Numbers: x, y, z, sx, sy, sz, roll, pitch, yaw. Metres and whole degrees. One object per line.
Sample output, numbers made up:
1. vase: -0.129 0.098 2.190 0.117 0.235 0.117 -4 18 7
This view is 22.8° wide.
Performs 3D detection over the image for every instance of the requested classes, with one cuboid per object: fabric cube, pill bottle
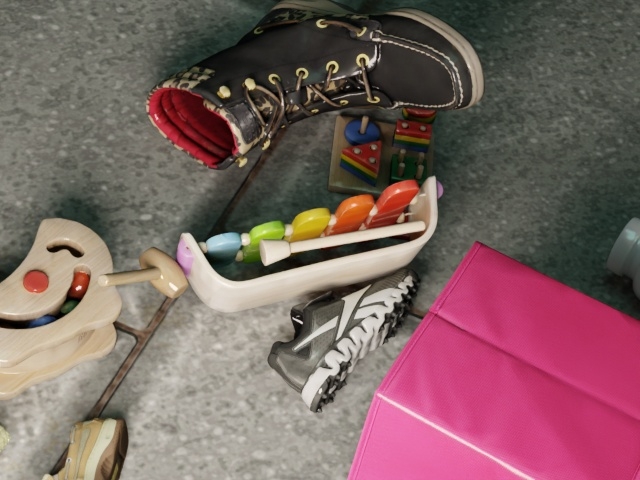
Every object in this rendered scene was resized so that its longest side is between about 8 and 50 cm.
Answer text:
1. fabric cube: 0.198 0.205 1.623 0.258 0.254 0.259 26 48 13
2. pill bottle: 0.445 0.046 1.921 0.184 0.103 0.103 30 49 19

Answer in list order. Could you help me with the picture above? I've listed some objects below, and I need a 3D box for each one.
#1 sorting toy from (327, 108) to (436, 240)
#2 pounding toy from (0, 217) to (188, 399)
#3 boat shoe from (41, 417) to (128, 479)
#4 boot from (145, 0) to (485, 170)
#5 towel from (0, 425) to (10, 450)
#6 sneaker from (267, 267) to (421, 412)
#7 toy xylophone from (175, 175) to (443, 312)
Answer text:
1. sorting toy: 0.081 -0.108 2.031 0.132 0.046 0.274 10 47 -3
2. pounding toy: -0.293 0.043 1.739 0.270 0.155 0.154 -25 61 -30
3. boat shoe: -0.252 0.258 1.620 0.072 0.068 0.190 3 36 8
4. boot: -0.012 -0.189 1.977 0.284 0.138 0.377 -34 40 -32
5. towel: -0.405 0.204 1.633 0.148 0.027 0.110 23 46 11
6. sneaker: 0.024 0.090 1.814 0.106 0.078 0.234 34 52 16
7. toy xylophone: 0.000 0.000 1.798 0.323 0.236 0.081 -11 76 -21
